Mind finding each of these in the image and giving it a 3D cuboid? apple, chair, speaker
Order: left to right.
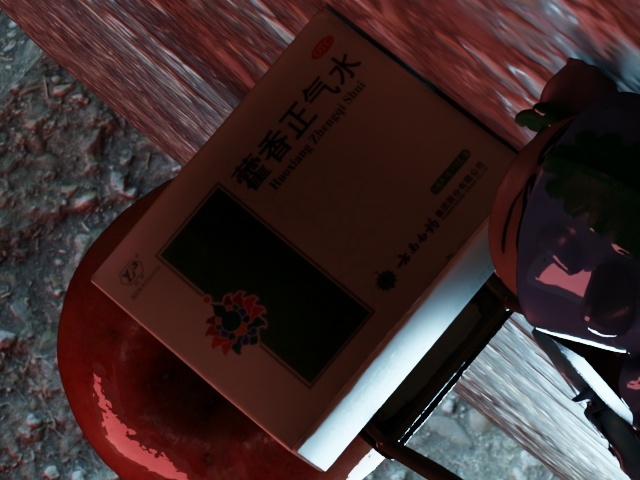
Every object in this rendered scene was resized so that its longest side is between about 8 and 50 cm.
[{"bbox_3d":[-0.071,0.095,1.783,0.364,0.364,0.364,41,176,4],"label":"apple"},{"bbox_3d":[0.059,0.061,1.387,0.166,0.188,0.272,44,172,-24],"label":"chair"},{"bbox_3d":[0.227,0.107,1.273,0.046,0.040,0.191,33,171,48],"label":"speaker"}]

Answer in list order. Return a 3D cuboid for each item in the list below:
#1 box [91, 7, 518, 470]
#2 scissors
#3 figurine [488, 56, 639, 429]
[{"bbox_3d":[0.000,0.000,1.048,0.168,0.212,0.095,39,176,20],"label":"box"},{"bbox_3d":[0.264,0.172,1.526,0.180,0.032,0.393,58,-174,25],"label":"scissors"},{"bbox_3d":[0.125,0.001,0.715,0.144,0.114,0.178,40,-176,40],"label":"figurine"}]
